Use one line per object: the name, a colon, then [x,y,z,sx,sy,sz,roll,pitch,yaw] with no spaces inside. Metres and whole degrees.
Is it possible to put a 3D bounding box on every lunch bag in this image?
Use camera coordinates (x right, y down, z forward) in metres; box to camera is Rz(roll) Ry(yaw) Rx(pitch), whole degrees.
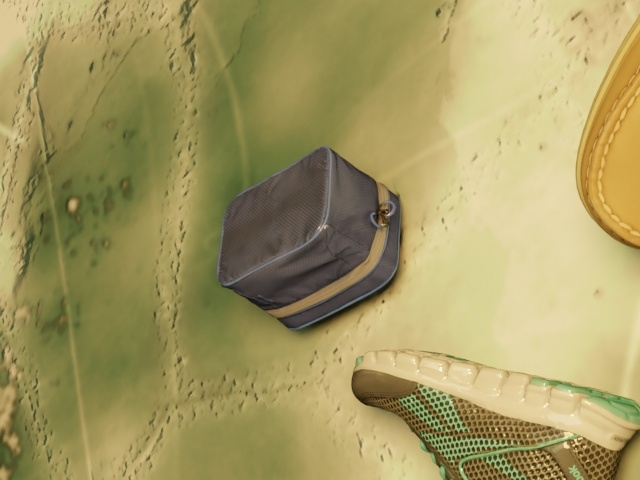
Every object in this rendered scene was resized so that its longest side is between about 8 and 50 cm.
lunch bag: [0.000,0.000,0.927,0.098,0.065,0.067,-27,43,36]

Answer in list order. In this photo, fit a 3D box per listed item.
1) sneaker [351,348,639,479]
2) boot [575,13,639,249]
sneaker: [0.073,0.096,0.826,0.166,0.065,0.076,10,87,47]
boot: [0.199,-0.078,0.671,0.262,0.095,0.203,-46,7,17]
